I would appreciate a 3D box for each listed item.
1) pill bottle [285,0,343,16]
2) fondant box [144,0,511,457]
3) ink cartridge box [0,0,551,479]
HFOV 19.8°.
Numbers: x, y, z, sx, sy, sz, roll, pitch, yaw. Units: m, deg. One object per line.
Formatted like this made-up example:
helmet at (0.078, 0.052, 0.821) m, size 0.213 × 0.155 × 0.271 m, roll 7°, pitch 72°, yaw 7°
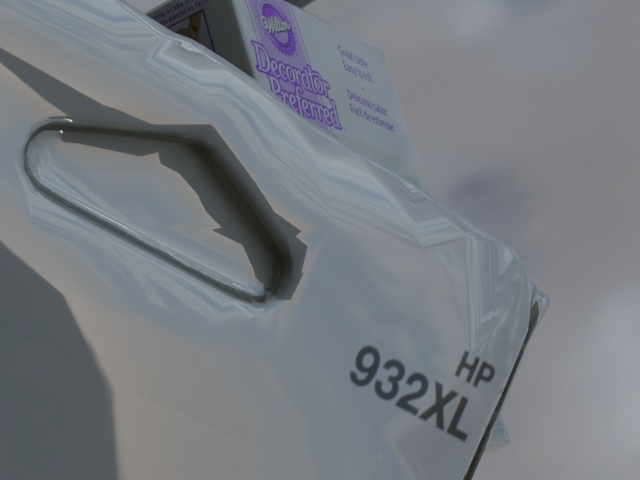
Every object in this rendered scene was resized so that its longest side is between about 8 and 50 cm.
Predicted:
pill bottle at (-0.054, -0.287, 1.470) m, size 0.131 × 0.131 × 0.229 m, roll -30°, pitch -90°, yaw 43°
fondant box at (0.000, 0.000, 1.287) m, size 0.096 × 0.238 × 0.330 m, roll -26°, pitch -110°, yaw 23°
ink cartridge box at (-0.136, 0.003, 0.465) m, size 0.223 × 0.129 × 0.307 m, roll 30°, pitch -11°, yaw -37°
